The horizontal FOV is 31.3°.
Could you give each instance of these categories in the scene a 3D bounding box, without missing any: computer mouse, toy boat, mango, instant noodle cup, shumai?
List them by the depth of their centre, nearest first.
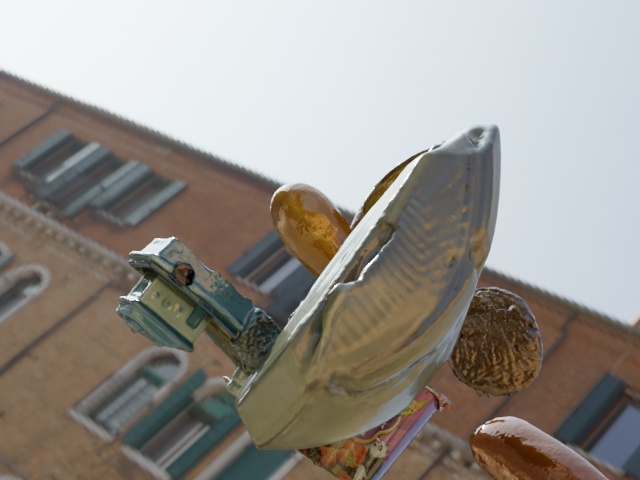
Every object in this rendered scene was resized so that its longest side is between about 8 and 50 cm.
[{"bbox_3d":[0.075,0.057,1.128,0.145,0.429,0.228,36,-33,0],"label":"computer mouse"},{"bbox_3d":[-0.115,0.102,1.214,0.238,0.098,0.109,43,-18,-21],"label":"toy boat"},{"bbox_3d":[0.216,0.127,1.450,0.139,0.123,0.105,59,5,8],"label":"shumai"},{"bbox_3d":[0.045,0.258,1.758,0.251,0.190,0.251,33,-5,3],"label":"instant noodle cup"},{"bbox_3d":[0.000,0.000,1.954,0.227,0.109,0.147,53,-13,-2],"label":"mango"}]

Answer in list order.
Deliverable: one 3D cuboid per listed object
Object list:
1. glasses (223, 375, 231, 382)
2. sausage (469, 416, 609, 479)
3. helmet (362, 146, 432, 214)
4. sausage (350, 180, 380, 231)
[{"bbox_3d":[-0.128,0.261,2.276,0.255,0.095,0.162,48,-23,38],"label":"glasses"},{"bbox_3d":[0.286,0.298,1.440,0.238,0.098,0.098,32,-30,51],"label":"sausage"},{"bbox_3d":[0.208,-0.056,2.059,0.257,0.205,0.140,-43,-124,39],"label":"helmet"},{"bbox_3d":[0.055,0.105,2.211,0.136,0.500,0.123,37,-25,-15],"label":"sausage"}]
